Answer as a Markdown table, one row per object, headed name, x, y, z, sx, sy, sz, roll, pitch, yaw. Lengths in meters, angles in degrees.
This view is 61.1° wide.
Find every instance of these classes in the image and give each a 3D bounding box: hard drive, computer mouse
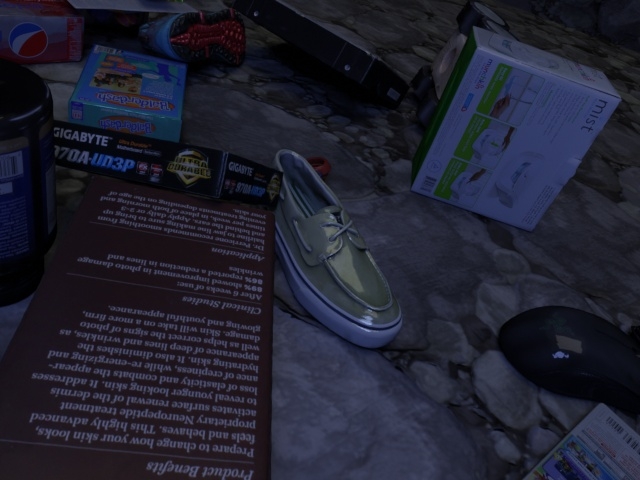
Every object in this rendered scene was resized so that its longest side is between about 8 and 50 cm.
| name | x | y | z | sx | sy | sz | roll | pitch | yaw |
| --- | --- | --- | --- | --- | --- | --- | --- | --- | --- |
| hard drive | 0.008 | -0.402 | 1.127 | 0.339 | 0.064 | 0.237 | 36 | 16 | 21 |
| computer mouse | 0.365 | 0.141 | 0.693 | 0.272 | 0.072 | 0.188 | 14 | 39 | -9 |

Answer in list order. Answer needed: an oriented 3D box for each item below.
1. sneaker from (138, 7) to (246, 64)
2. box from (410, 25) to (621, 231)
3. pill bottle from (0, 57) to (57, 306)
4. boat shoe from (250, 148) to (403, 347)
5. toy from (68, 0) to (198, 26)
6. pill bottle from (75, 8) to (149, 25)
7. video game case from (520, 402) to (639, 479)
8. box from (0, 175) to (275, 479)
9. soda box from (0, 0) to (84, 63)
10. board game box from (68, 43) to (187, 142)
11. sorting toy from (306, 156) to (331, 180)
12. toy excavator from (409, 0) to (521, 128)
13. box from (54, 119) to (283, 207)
| name | x | y | z | sx | sy | sz | roll | pitch | yaw |
| --- | --- | --- | --- | --- | --- | --- | --- | --- | --- |
| sneaker | -0.242 | -0.397 | 1.044 | 0.125 | 0.104 | 0.262 | 10 | 18 | 23 |
| box | 0.304 | -0.176 | 0.895 | 0.231 | 0.262 | 0.127 | 18 | 38 | -2 |
| pill bottle | -0.309 | -0.044 | 0.497 | 0.122 | 0.219 | 0.123 | 13 | 38 | -10 |
| boat shoe | 0.000 | 0.000 | 0.682 | 0.109 | 0.094 | 0.302 | -14 | 49 | -36 |
| toy | -0.363 | -0.431 | 0.995 | 0.237 | 0.056 | 0.137 | -22 | 54 | -40 |
| pill bottle | -0.427 | -0.469 | 1.065 | 0.160 | 0.087 | 0.087 | -14 | 49 | -36 |
| video game case | 0.323 | 0.287 | 0.538 | 0.193 | 0.023 | 0.212 | -18 | 52 | -39 |
| box | -0.141 | 0.122 | 0.441 | 0.191 | 0.143 | 0.381 | 11 | 37 | -12 |
| soda box | -0.525 | -0.337 | 0.865 | 0.263 | 0.083 | 0.092 | -19 | 52 | -40 |
| board game box | -0.301 | -0.240 | 0.876 | 0.160 | 0.047 | 0.210 | 8 | 39 | -16 |
| sorting toy | -0.022 | -0.090 | 0.834 | 0.102 | 0.042 | 0.061 | -32 | 44 | -32 |
| toy excavator | 0.445 | -0.330 | 1.227 | 0.445 | 0.222 | 0.433 | 27 | 36 | -15 |
| box | -0.175 | -0.085 | 0.634 | 0.220 | 0.051 | 0.175 | 12 | 3 | 15 |
